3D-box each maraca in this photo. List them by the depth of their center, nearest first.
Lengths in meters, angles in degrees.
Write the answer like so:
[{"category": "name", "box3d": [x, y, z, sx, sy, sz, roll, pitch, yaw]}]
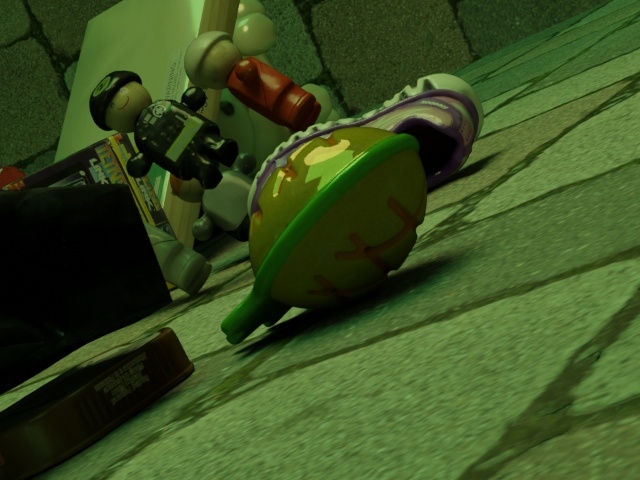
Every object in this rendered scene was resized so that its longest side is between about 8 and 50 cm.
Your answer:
[{"category": "maraca", "box3d": [0.000, 0.000, 1.110, 0.127, 0.099, 0.186, -20, -26, -54]}]

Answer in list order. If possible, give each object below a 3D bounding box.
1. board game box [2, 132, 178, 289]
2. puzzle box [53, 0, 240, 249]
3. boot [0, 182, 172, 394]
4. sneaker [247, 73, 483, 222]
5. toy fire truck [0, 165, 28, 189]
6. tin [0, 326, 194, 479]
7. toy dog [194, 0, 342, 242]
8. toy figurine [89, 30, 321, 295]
[{"category": "board game box", "box3d": [-0.231, -0.009, 1.799, 0.141, 0.170, 0.048, -23, 5, 19]}, {"category": "puzzle box", "box3d": [-0.218, -0.118, 2.007, 0.272, 0.052, 0.409, -19, 53, 46]}, {"category": "boot", "box3d": [-0.351, 0.120, 1.143, 0.445, 0.146, 0.367, -25, 4, 45]}, {"category": "sneaker", "box3d": [0.040, -0.061, 1.543, 0.236, 0.095, 0.104, -28, 24, 10]}, {"category": "toy fire truck", "box3d": [-0.402, 0.038, 1.944, 0.254, 0.169, 0.302, -2, 46, 39]}, {"category": "tin", "box3d": [-0.160, 0.108, 1.118, 0.106, 0.040, 0.189, -27, 4, 36]}, {"category": "toy dog", "box3d": [-0.179, -0.150, 2.333, 0.395, 0.285, 0.408, -25, 8, 9]}, {"category": "toy figurine", "box3d": [-0.122, -0.075, 1.631, 0.213, 0.148, 0.210, -36, -30, -46]}]
